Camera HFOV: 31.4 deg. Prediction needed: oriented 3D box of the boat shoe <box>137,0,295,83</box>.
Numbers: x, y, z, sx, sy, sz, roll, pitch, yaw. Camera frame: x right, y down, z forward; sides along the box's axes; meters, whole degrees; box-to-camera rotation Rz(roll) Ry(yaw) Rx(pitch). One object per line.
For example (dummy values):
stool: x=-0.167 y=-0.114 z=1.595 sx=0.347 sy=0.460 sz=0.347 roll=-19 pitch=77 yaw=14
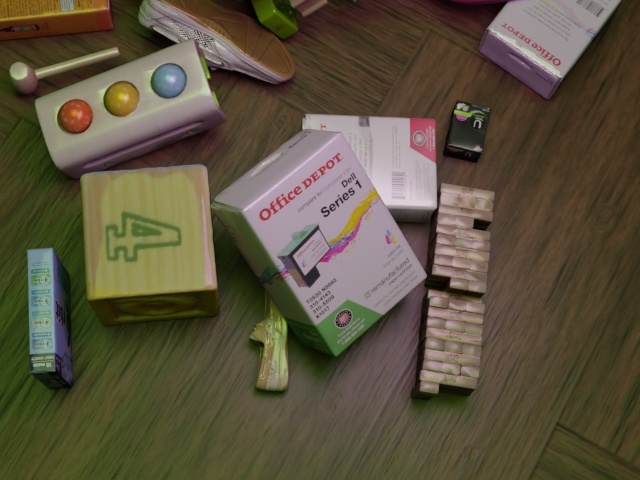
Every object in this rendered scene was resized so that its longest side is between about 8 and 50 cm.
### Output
boat shoe: x=-0.175 y=-0.333 z=1.906 sx=0.277 sy=0.096 sz=0.098 roll=30 pitch=41 yaw=-12

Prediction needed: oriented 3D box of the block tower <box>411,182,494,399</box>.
block tower: x=0.212 y=0.086 z=1.807 sx=0.097 sy=0.091 sz=0.336 roll=9 pitch=74 yaw=-1

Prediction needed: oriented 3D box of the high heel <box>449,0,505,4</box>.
high heel: x=0.193 y=-0.501 z=1.888 sx=0.377 sy=0.181 sz=0.127 roll=9 pitch=62 yaw=12

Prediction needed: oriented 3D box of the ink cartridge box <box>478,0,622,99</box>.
ink cartridge box: x=0.396 y=-0.374 z=1.953 sx=0.154 sy=0.093 sz=0.212 roll=36 pitch=73 yaw=8

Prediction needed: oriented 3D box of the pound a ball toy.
pound a ball toy: x=-0.337 y=-0.240 z=1.816 sx=0.319 sy=0.136 sz=0.208 roll=-20 pitch=79 yaw=3

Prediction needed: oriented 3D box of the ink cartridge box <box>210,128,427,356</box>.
ink cartridge box: x=0.000 y=0.000 z=1.710 sx=0.201 sy=0.117 sz=0.278 roll=-40 pitch=113 yaw=-19

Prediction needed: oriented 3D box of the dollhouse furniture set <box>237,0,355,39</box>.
dollhouse furniture set: x=-0.004 y=-0.491 z=1.850 sx=0.301 sy=0.197 sz=0.151 roll=-28 pitch=62 yaw=21

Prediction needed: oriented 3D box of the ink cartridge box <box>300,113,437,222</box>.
ink cartridge box: x=0.074 y=-0.115 z=1.856 sx=0.217 sy=0.092 sz=0.159 roll=3 pitch=74 yaw=-5

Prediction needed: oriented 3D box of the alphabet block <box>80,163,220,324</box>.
alphabet block: x=-0.258 y=0.010 z=1.746 sx=0.193 sy=0.192 sz=0.197 roll=-5 pitch=75 yaw=-4

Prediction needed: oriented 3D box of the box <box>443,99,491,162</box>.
box: x=0.245 y=-0.182 z=1.907 sx=0.062 sy=0.052 sz=0.083 roll=14 pitch=74 yaw=1

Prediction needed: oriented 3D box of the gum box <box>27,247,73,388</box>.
gum box: x=-0.408 y=0.121 z=1.720 sx=0.041 sy=0.157 sz=0.184 roll=-5 pitch=75 yaw=-5

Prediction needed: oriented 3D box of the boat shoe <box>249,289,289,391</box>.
boat shoe: x=-0.082 y=0.152 z=1.782 sx=0.059 sy=0.063 sz=0.170 roll=-1 pitch=75 yaw=-10

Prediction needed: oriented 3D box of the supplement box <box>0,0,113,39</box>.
supplement box: x=-0.469 y=-0.389 z=1.905 sx=0.233 sy=0.078 sz=0.080 roll=-9 pitch=75 yaw=-7
